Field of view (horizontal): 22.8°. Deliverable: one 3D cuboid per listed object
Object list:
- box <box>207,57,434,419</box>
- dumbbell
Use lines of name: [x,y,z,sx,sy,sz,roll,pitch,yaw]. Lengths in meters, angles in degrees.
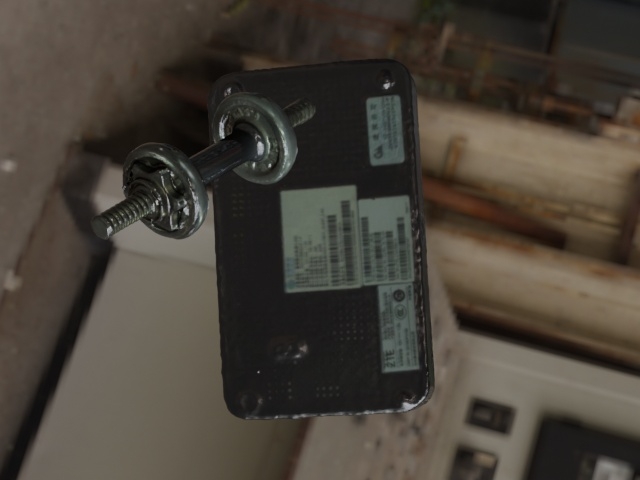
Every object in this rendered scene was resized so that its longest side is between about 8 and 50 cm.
box: [0.000,0.000,1.582,0.058,0.211,0.350,23,62,-80]
dumbbell: [-0.087,-0.060,1.250,0.254,0.081,0.082,-34,140,-44]
